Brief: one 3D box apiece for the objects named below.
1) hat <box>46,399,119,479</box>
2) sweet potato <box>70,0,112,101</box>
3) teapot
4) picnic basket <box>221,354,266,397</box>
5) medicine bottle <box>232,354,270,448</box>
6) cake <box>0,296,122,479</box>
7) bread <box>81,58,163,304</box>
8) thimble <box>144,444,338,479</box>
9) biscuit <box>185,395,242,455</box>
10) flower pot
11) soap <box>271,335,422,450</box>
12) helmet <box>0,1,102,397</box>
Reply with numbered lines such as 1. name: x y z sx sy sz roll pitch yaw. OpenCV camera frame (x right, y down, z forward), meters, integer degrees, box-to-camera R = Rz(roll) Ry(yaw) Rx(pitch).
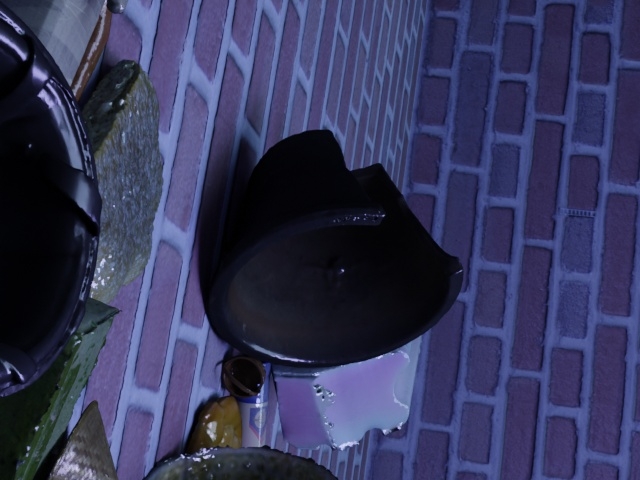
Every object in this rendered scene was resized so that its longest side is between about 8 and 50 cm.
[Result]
1. hat: -0.221 0.235 0.955 0.146 0.067 0.146 -155 -90 -89
2. sweet potato: -0.221 -0.212 0.932 0.050 0.050 0.214 7 95 -78
3. teapot: -0.215 -0.189 0.820 0.077 0.107 0.200 70 28 -57
4. picnic basket: -0.121 0.211 1.511 0.083 0.072 0.072 -18 114 -83
5. medicine bottle: -0.116 0.304 1.595 0.059 0.059 0.230 -28 123 -75
6. cake: -0.275 0.154 0.879 0.235 0.099 0.100 -66 173 12
7. bread: -0.208 -0.044 0.997 0.286 0.056 0.207 -78 168 -46
8. thimble: -0.098 0.384 1.248 0.271 0.271 0.150 -42 139 -72
9. biscuit: -0.155 0.356 1.481 0.203 0.041 0.260 -61 152 -61
10. flower pot: 0.000 0.000 1.504 0.379 0.380 0.251 79 -1 -52
11. soap: 0.043 0.187 1.773 0.446 0.262 0.156 -67 159 -61
12. helmet: -0.257 -0.032 0.584 0.278 0.161 0.230 63 31 -41
